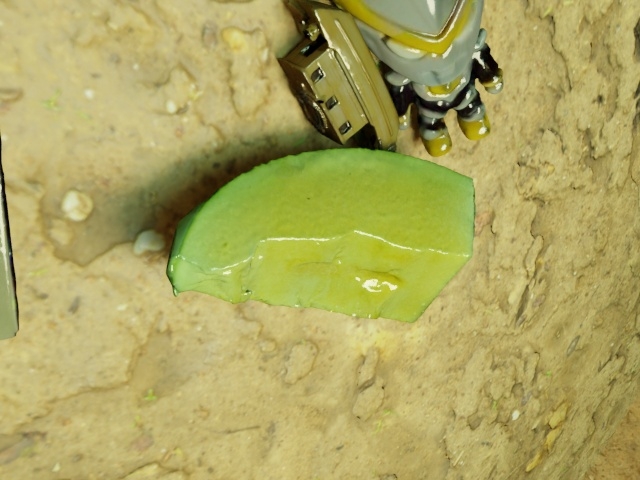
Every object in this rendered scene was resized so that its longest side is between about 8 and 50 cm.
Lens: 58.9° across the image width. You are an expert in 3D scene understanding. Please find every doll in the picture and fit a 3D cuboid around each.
[{"bbox_3d":[0.097,-0.211,0.556,0.316,0.145,0.103,56,40,-48],"label":"doll"}]

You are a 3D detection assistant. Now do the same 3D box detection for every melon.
[{"bbox_3d":[0.000,0.000,0.559,0.323,0.124,0.196,7,123,-33],"label":"melon"}]

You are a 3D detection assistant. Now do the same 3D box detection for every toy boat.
[{"bbox_3d":[0.021,-0.141,0.555,0.077,0.057,0.200,-44,134,-7],"label":"toy boat"}]

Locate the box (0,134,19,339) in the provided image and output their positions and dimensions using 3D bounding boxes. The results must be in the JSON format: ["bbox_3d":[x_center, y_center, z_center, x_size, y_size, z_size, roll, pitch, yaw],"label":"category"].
[{"bbox_3d":[-0.341,-0.014,0.296,0.310,0.084,0.198,-11,119,-37],"label":"box"}]
